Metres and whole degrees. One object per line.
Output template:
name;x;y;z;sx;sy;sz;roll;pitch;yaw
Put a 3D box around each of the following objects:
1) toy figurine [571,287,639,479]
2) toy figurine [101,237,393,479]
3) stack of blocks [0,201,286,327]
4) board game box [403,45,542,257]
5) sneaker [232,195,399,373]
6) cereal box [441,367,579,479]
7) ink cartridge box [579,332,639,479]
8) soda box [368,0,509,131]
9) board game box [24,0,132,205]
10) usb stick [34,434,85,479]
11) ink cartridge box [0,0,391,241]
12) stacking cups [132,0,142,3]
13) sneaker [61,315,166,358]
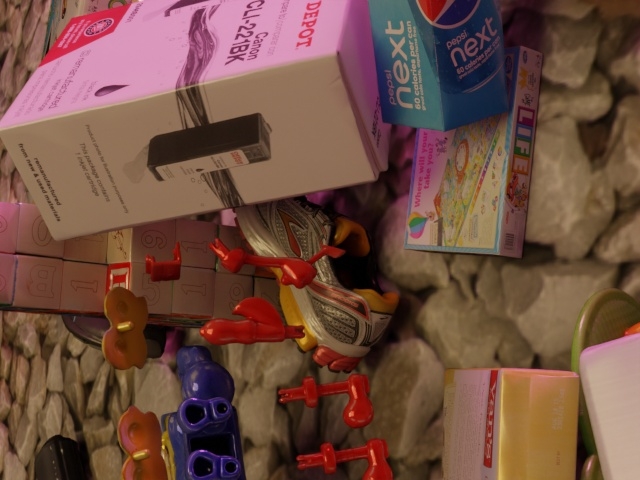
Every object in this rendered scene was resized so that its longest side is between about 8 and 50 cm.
toy figurine;0.231;0.093;0.570;0.159;0.130;0.173;-15;40;39
toy figurine;-0.058;0.200;0.855;0.217;0.191;0.363;114;146;-69
stack of blocks;-0.193;0.026;0.982;0.171;0.297;0.087;-7;78;52
board game box;0.115;-0.066;0.826;0.103;0.026;0.154;4;87;52
sneaker;0.000;0.000;0.927;0.093;0.088;0.225;-47;57;27
cereal box;0.109;0.165;0.667;0.240;0.047;0.173;97;176;-84
ink cartridge box;0.294;0.189;0.406;0.308;0.091;0.385;-18;65;22
soda box;0.077;-0.188;0.755;0.071;0.067;0.210;18;123;52
board game box;-0.272;-0.161;1.178;0.193;0.053;0.305;-119;41;-53
usb stick;-0.284;0.359;1.241;0.077;0.045;0.278;-47;50;35
ink cartridge box;-0.086;-0.119;0.862;0.272;0.114;0.197;-9;35;15
stacking cups;-0.214;-0.297;1.232;0.096;0.096;0.316;-35;58;43
sneaker;-0.242;0.040;1.204;0.267;0.101;0.106;38;111;48
